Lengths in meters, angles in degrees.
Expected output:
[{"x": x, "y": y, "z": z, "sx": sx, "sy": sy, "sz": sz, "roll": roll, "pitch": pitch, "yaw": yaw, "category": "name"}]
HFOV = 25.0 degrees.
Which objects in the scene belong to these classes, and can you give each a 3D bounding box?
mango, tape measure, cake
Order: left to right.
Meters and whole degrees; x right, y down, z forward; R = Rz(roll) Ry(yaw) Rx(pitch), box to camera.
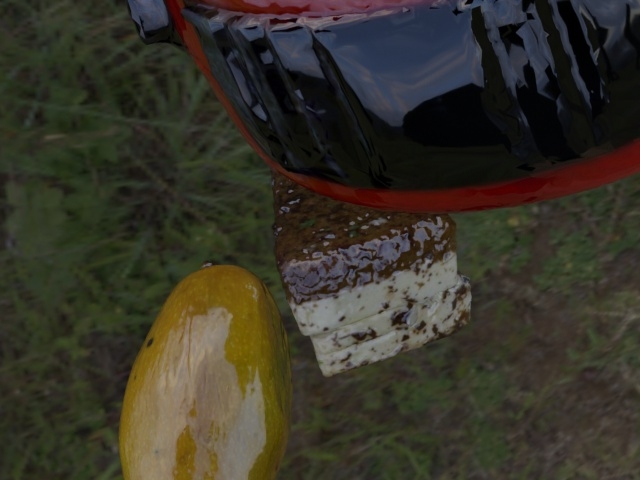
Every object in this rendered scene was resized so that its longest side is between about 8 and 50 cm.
[{"x": -0.056, "y": 0.099, "z": 0.714, "sx": 0.098, "sy": 0.075, "sz": 0.190, "roll": -22, "pitch": 61, "yaw": 45, "category": "mango"}, {"x": -0.010, "y": -0.002, "z": 1.107, "sx": 0.246, "sy": 0.135, "sz": 0.112, "roll": 36, "pitch": 146, "yaw": 45, "category": "cake"}, {"x": 0.056, "y": -0.121, "z": 0.478, "sx": 0.253, "sy": 0.260, "sz": 0.114, "roll": 2, "pitch": 137, "yaw": 34, "category": "tape measure"}]
